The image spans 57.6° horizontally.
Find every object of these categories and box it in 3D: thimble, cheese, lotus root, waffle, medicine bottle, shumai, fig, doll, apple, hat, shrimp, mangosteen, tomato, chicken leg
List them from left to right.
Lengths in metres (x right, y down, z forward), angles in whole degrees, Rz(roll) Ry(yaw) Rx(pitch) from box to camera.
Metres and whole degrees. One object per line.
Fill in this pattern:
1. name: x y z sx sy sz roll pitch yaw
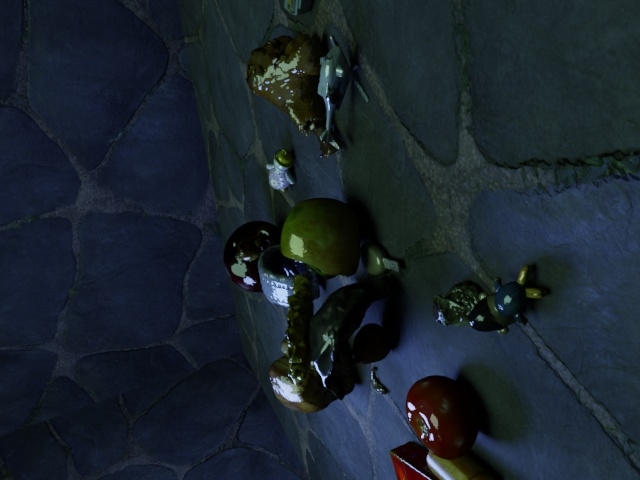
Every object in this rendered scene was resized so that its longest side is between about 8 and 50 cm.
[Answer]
1. mangosteen: -0.261 0.062 2.368 0.293 0.297 0.297 21 -140 -61
2. doll: -0.141 -0.255 2.105 0.129 0.081 0.207 35 146 14
3. thimble: -0.112 0.131 2.162 0.245 0.217 0.157 27 138 39
4. waffle: -0.055 0.251 1.681 0.329 0.062 0.329 1 -90 -84
5. chicken leg: -0.053 -0.428 1.635 0.409 0.182 0.295 60 143 13
6. lotus root: -0.029 0.465 2.105 0.250 0.316 0.316 2 109 53
7. apple: 0.000 0.000 1.658 0.246 0.226 0.246 -172 90 -85
8. hat: 0.032 0.232 1.666 0.381 0.257 0.366 20 85 57
9. fig: 0.132 0.319 1.724 0.119 0.153 0.119 55 176 6
10. shrimp: 0.185 0.455 1.884 0.114 0.023 0.083 -148 47 -68
11. cheese: 0.166 0.058 1.575 0.192 0.037 0.097 -161 56 -68
12. tomato: 0.291 0.414 1.378 0.195 0.136 0.195 52 153 41
13. shumai: 0.288 0.143 1.232 0.124 0.087 0.099 147 107 -69
14. medicine bottle: 0.348 0.571 1.414 0.192 0.096 0.096 -154 50 -64
15. doll: 0.343 0.118 1.079 0.179 0.088 0.102 -44 62 43

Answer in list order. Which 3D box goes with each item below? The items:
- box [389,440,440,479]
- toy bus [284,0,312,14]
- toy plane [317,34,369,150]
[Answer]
1. box: 0.317 0.710 1.631 0.313 0.089 0.198 173 80 -72
2. toy bus: -0.052 -0.688 1.530 0.075 0.064 0.190 49 152 26
3. toy plane: 0.022 -0.364 1.482 0.182 0.107 0.273 53 142 18
